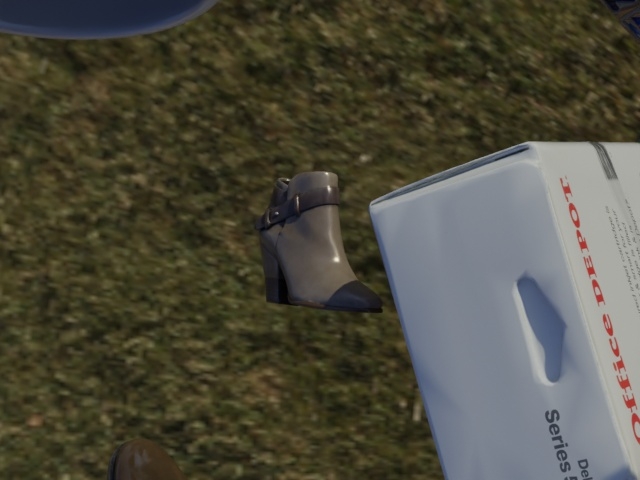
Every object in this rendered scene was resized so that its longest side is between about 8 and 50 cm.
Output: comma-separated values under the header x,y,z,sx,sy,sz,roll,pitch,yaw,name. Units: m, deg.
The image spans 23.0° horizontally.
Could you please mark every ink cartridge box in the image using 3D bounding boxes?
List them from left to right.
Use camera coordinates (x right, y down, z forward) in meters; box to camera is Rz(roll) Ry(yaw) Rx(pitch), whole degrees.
x,y,z,sx,sy,sz,roll,pitch,yaw,name
0.157,0.047,0.977,0.115,0.273,0.198,-19,84,28,ink cartridge box

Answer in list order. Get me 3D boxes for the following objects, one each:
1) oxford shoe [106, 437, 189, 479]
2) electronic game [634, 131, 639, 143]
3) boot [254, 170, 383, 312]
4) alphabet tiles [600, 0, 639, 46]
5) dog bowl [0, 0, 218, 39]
x,y,z,sx,sy,sz,roll,pitch,yaw,name
-0.115,0.243,1.323,0.227,0.083,0.096,56,144,37,oxford shoe
0.502,-0.097,1.943,0.229,0.229,0.048,11,81,32,electronic game
0.000,0.000,0.993,0.118,0.042,0.087,5,87,47,boot
0.395,-0.283,1.673,0.198,0.237,0.009,-29,26,38,alphabet tiles
-0.187,-0.232,1.052,0.265,0.265,0.104,-6,72,30,dog bowl
